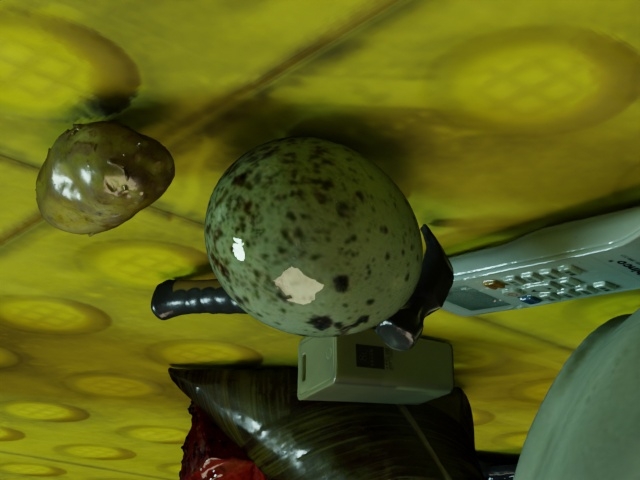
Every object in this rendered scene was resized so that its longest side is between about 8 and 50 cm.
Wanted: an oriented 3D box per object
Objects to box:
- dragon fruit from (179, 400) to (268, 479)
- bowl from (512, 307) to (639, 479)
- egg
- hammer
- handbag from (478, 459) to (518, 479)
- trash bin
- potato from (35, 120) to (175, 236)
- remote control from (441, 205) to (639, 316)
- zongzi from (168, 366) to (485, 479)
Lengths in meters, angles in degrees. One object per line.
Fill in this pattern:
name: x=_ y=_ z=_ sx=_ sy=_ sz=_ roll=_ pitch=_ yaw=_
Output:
dragon fruit: x=-0.042 y=0.165 z=0.854 sx=0.131 sy=0.097 sz=0.063 roll=12 pitch=153 yaw=-23
bowl: x=0.210 y=0.143 z=0.567 sx=0.163 sy=0.307 sz=0.307 roll=21 pitch=171 yaw=36
egg: x=0.000 y=0.000 z=0.469 sx=0.085 sy=0.085 sz=0.110 roll=-19 pitch=154 yaw=41
hammer: x=-0.015 y=0.026 z=0.579 sx=0.201 sy=0.078 sz=0.021 roll=-4 pitch=127 yaw=40
handbag: x=0.109 y=0.301 z=1.157 sx=0.326 sy=0.118 sz=0.269 roll=-10 pitch=154 yaw=22
trash bin: x=0.038 y=0.087 z=0.734 sx=0.092 sy=0.043 sz=0.061 roll=9 pitch=157 yaw=-24
potato: x=-0.096 y=-0.028 z=0.463 sx=0.045 sy=0.046 sz=0.092 roll=-34 pitch=-172 yaw=-31
remote control: x=0.119 y=0.012 z=0.563 sx=0.061 sy=0.029 sz=0.162 roll=24 pitch=154 yaw=-38
zongzi: x=0.008 y=0.176 z=0.736 sx=0.241 sy=0.247 sz=0.111 roll=11 pitch=111 yaw=-10
